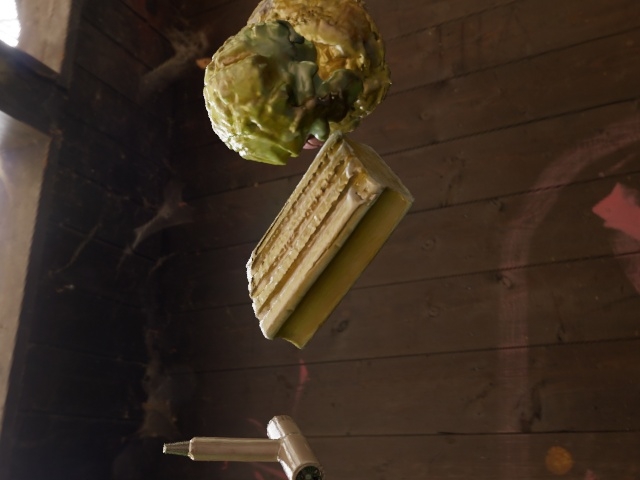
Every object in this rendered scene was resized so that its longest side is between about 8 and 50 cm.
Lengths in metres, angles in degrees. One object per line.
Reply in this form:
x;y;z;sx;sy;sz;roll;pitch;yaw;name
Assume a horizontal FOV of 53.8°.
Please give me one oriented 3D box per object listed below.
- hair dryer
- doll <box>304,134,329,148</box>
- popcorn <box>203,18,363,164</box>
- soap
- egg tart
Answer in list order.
-0.121;0.321;0.953;0.195;0.221;0.053;-164;-102;-73;hair dryer
0.005;-0.271;1.422;0.211;0.093;0.262;-34;-168;46;doll
-0.046;-0.199;0.843;0.213;0.198;0.197;6;-107;-4;popcorn
0.000;0.000;0.900;0.274;0.089;0.173;-54;-145;21;soap
-0.017;-0.318;1.149;0.297;0.296;0.132;-2;-148;28;egg tart
